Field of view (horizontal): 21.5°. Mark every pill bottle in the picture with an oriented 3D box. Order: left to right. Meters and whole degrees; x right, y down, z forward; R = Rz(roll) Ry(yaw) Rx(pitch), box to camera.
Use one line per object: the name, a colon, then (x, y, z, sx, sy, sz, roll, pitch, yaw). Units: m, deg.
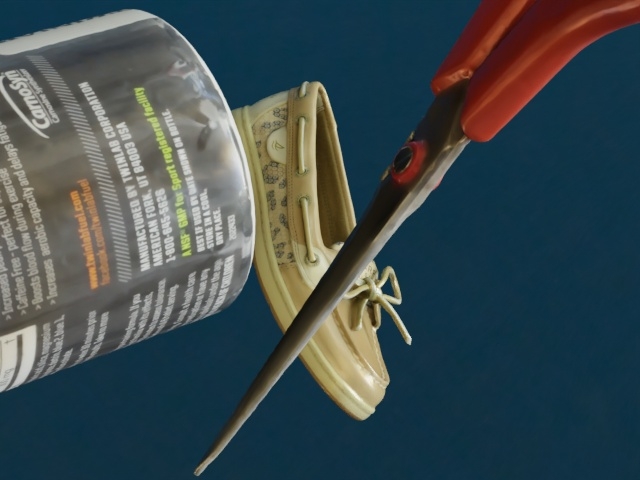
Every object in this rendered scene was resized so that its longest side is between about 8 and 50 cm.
pill bottle: (-0.157, 0.003, 0.627, 0.130, 0.245, 0.130, 36, -44, 45)

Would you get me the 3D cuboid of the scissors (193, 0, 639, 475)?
scissors: (0.043, -0.043, 0.576, 0.021, 0.109, 0.297, 26, -60, -31)

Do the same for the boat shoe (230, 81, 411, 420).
boat shoe: (0.000, 0.000, 1.285, 0.089, 0.104, 0.285, -27, -118, 11)
